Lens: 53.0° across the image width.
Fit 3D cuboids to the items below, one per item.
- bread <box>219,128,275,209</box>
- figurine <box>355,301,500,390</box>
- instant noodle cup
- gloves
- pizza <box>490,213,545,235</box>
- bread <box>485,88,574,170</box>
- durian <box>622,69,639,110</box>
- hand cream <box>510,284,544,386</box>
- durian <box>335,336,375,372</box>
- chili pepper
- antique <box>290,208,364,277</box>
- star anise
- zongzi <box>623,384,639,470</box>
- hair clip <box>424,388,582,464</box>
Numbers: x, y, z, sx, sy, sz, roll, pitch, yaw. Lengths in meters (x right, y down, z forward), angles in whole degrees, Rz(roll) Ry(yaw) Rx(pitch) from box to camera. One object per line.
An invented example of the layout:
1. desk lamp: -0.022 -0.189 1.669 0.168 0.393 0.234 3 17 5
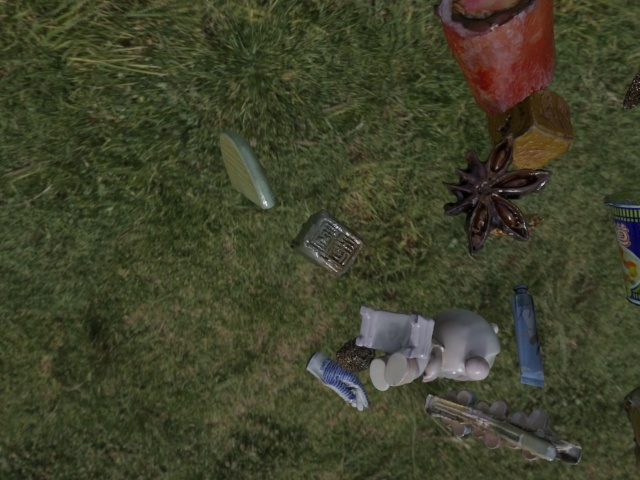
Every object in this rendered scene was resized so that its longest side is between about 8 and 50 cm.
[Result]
1. bread: -0.118 -0.122 0.996 0.036 0.193 0.112 -25 112 -15
2. figurine: 0.191 0.168 1.057 0.257 0.182 0.144 9 66 -39
3. instant noodle cup: 0.974 0.021 1.841 0.284 0.284 0.312 -9 101 -3
4. gloves: 0.058 0.420 1.920 0.229 0.119 0.097 42 113 14
5. pizza: 0.539 -0.035 1.784 0.188 0.199 0.062 -7 97 8
6. bread: 0.493 -0.266 1.517 0.143 0.158 0.149 17 64 -30
7. durian: 0.687 -0.332 1.393 0.052 0.066 0.130 10 133 -3
8. hand cream: 0.553 0.251 1.717 0.091 0.058 0.271 18 60 -32
9. durian: 0.071 0.239 1.327 0.091 0.080 0.080 -32 108 30
10. chili pepper: 0.409 -0.426 1.389 0.305 0.229 0.251 55 49 -39
11. antique: 0.000 0.000 1.777 0.150 0.284 0.125 37 84 -14
12. star anise: 0.355 -0.091 1.297 0.220 0.099 0.214 -31 90 2
13. zongzi: 0.469 0.291 0.748 0.112 0.221 0.242 -27 122 -11
14. hair clip: 0.209 0.215 0.748 0.056 0.214 0.062 18 83 -28
